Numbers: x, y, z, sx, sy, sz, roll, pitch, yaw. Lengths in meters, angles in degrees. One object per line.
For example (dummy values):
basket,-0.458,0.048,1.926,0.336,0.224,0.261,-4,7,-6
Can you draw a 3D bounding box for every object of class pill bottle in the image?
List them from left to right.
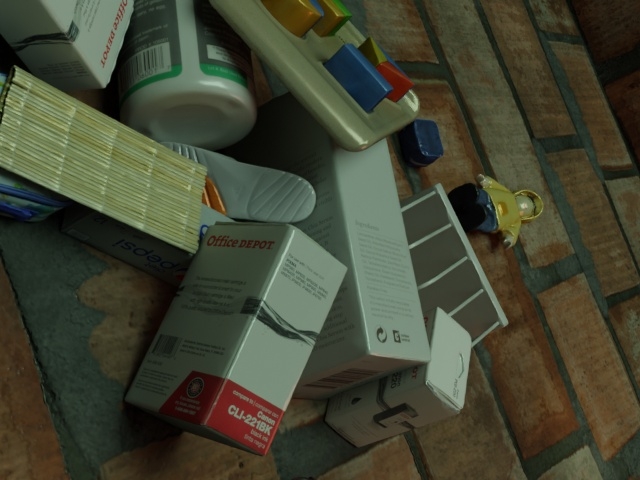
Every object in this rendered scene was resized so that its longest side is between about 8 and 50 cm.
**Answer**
pill bottle,-0.212,-0.330,1.523,0.204,0.204,0.361,17,57,-45

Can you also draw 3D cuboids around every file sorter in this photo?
file sorter,0.157,0.077,1.754,0.173,0.193,0.277,-26,90,-51

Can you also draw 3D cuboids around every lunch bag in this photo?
lunch bag,-0.409,-0.122,1.254,0.219,0.090,0.176,19,58,-43
lunch bag,0.206,-0.205,2.089,0.067,0.065,0.098,3,67,-34

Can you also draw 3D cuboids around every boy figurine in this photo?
boy figurine,0.399,-0.062,2.222,0.285,0.092,0.177,1,66,-48

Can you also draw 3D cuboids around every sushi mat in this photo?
sushi mat,-0.278,-0.100,1.305,0.316,0.019,0.151,27,52,-39

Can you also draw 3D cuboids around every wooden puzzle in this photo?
wooden puzzle,0.018,-0.297,1.520,0.322,0.080,0.348,48,25,1

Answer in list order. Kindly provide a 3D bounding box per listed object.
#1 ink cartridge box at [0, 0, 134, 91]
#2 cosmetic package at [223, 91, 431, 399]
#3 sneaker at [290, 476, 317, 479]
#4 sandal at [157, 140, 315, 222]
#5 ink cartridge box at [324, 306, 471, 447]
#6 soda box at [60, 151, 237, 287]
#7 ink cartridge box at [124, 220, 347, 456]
ink cartridge box,-0.355,-0.334,1.316,0.237,0.100,0.172,61,32,-52
cosmetic package,0.000,0.000,1.570,0.161,0.230,0.453,14,59,-48
sneaker,-0.043,0.430,1.381,0.162,0.106,0.281,53,27,-7
sandal,-0.139,-0.076,1.503,0.076,0.265,0.102,-40,144,-89
ink cartridge box,0.124,0.220,1.599,0.092,0.218,0.158,43,41,-27
soda box,-0.219,-0.010,1.418,0.286,0.091,0.098,29,50,-38
ink cartridge box,-0.110,0.120,1.307,0.114,0.197,0.272,35,70,-35
